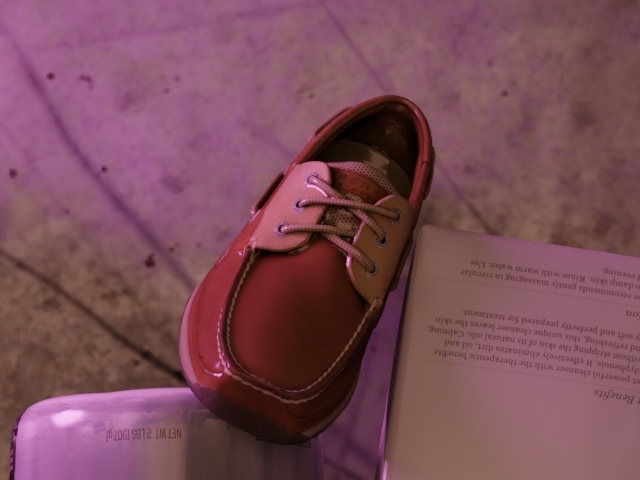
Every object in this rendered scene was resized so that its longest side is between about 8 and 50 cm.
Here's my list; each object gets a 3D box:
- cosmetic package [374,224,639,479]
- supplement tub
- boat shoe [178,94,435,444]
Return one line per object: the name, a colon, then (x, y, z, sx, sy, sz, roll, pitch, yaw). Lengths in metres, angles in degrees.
cosmetic package: (0.126, 0.193, 1.175, 0.197, 0.155, 0.365, 10, 71, 3)
supplement tub: (-0.098, 0.273, 1.170, 0.207, 0.207, 0.338, -1, 77, -1)
boat shoe: (0.000, 0.000, 1.196, 0.122, 0.120, 0.324, 25, 33, -1)
